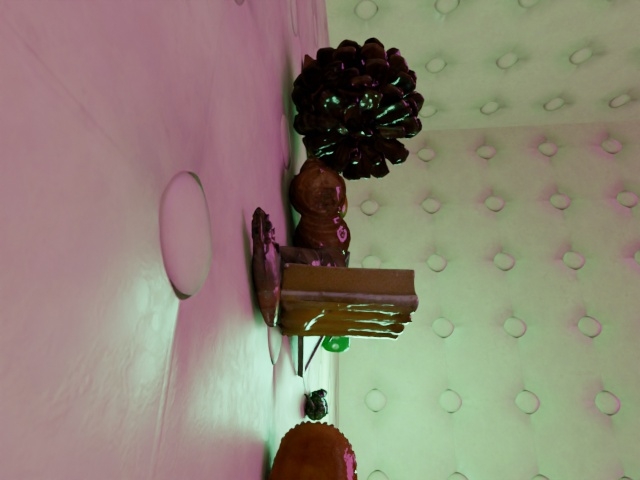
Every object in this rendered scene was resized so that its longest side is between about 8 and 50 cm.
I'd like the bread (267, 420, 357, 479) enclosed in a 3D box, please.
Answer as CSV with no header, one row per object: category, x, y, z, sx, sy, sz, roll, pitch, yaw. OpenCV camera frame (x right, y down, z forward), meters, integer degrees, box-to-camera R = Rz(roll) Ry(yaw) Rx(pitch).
bread,-0.017,0.485,0.839,0.133,0.179,0.250,95,6,-63

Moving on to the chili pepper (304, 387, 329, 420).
chili pepper,-0.009,0.547,1.452,0.257,0.074,0.100,83,4,-78

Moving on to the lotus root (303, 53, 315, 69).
lotus root,-0.016,-0.560,1.552,0.159,0.096,0.135,66,27,-61

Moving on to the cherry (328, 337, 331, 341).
cherry,0.044,0.245,1.531,0.195,0.195,0.195,-1,90,-84

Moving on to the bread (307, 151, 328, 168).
bread,0.033,-0.414,1.680,0.343,0.149,0.195,-84,170,-49

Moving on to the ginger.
ginger,-0.013,-0.068,1.220,0.274,0.153,0.357,-119,-159,-57

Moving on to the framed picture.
framed picture,0.012,0.210,1.270,0.240,0.020,0.324,92,23,-44

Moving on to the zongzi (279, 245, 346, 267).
zongzi,-0.067,0.086,1.095,0.205,0.205,0.094,-43,-131,42

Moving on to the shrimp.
shrimp,-0.100,0.044,0.799,0.143,0.052,0.250,-102,-166,-59

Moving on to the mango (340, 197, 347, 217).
mango,0.064,-0.179,1.977,0.221,0.121,0.151,-115,-163,-67

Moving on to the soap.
soap,0.051,0.139,0.963,0.259,0.281,0.142,96,-2,-64

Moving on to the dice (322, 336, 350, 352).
dice,0.072,0.424,1.954,0.128,0.131,0.120,-79,167,-71

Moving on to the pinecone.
pinecone,0.114,-0.354,1.261,0.398,0.398,0.397,-1,90,-84
